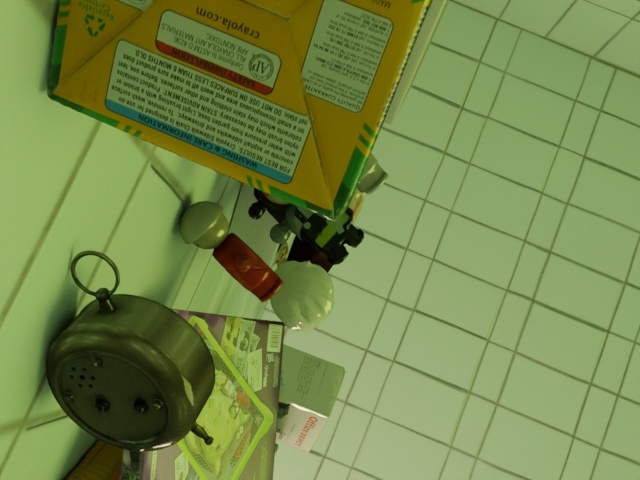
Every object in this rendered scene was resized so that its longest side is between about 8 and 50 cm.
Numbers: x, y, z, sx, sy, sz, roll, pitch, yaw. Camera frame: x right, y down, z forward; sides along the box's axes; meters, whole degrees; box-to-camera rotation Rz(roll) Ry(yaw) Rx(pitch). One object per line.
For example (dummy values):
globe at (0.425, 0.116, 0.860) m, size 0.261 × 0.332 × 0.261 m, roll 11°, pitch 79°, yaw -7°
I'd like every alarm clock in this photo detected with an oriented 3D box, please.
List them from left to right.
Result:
alarm clock at (-0.159, 0.094, 0.513) m, size 0.064 × 0.129 × 0.192 m, roll -60°, pitch 145°, yaw -60°

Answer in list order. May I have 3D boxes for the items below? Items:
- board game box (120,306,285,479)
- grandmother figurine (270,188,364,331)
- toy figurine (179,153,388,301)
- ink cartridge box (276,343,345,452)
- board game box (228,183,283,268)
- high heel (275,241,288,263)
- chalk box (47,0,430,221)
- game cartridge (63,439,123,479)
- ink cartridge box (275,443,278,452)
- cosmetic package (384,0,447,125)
board game box at (-0.138, 0.261, 0.767) m, size 0.208 × 0.056 × 0.347 m, roll 19°, pitch 72°, yaw -53°
grandmother figurine at (0.000, 0.000, 0.953) m, size 0.342 × 0.104 × 0.208 m, roll -74°, pitch -170°, yaw -53°
toy figurine at (-0.043, -0.056, 0.769) m, size 0.209 × 0.148 × 0.213 m, roll -27°, pitch -155°, yaw 41°
ink cartridge box at (-0.126, 0.320, 1.407) m, size 0.226 × 0.306 × 0.131 m, roll 110°, pitch 2°, yaw -51°
board game box at (-0.065, -0.117, 1.194) m, size 0.303 × 0.097 × 0.224 m, roll -67°, pitch 179°, yaw -56°
high heel at (-0.146, 0.021, 1.391) m, size 0.186 × 0.093 × 0.261 m, roll -31°, pitch 172°, yaw -39°
chalk box at (-0.014, -0.172, 0.431) m, size 0.289 × 0.180 × 0.179 m, roll -62°, pitch 175°, yaw -63°
game cartridge at (-0.302, 0.369, 0.866) m, size 0.323 × 0.053 × 0.285 m, roll -49°, pitch 161°, yaw -78°
ink cartridge box at (-0.225, 0.457, 1.312) m, size 0.168 × 0.233 × 0.171 m, roll 98°, pitch 15°, yaw -77°
cosmetic package at (0.065, -0.331, 0.670) m, size 0.365 × 0.197 × 0.155 m, roll 109°, pitch 3°, yaw -45°
